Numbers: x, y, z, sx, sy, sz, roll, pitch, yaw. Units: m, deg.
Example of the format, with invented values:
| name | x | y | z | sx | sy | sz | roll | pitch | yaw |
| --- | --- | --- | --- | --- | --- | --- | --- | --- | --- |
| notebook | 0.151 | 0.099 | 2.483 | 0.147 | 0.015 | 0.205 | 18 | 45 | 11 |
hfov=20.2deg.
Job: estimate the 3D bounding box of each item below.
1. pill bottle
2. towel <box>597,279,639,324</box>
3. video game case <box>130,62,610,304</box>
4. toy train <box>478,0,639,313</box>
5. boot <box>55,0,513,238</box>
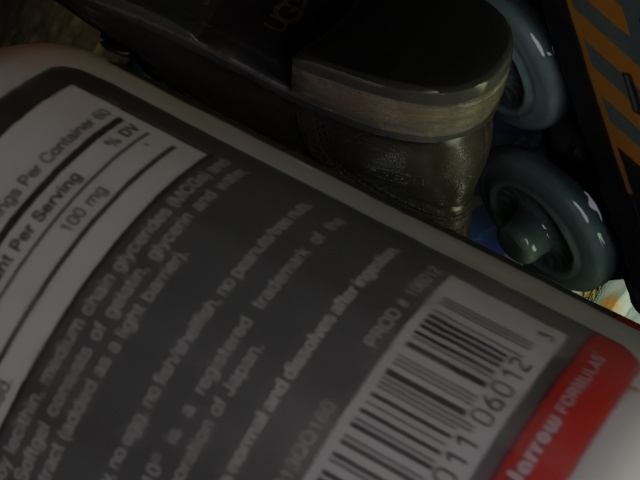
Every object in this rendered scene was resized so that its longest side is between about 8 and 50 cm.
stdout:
| name | x | y | z | sx | sy | sz | roll | pitch | yaw |
| --- | --- | --- | --- | --- | --- | --- | --- | --- | --- |
| pill bottle | -0.065 | 0.056 | 0.636 | 0.210 | 0.363 | 0.210 | -53 | 160 | -28 |
| towel | 0.093 | -0.039 | 1.072 | 0.090 | 0.374 | 0.320 | 38 | 77 | -28 |
| video game case | 0.000 | 0.000 | 0.898 | 0.244 | 0.269 | 0.061 | -58 | 158 | -14 |
| toy train | 0.139 | -0.086 | 0.706 | 0.142 | 0.190 | 0.334 | -37 | 126 | -20 |
| boot | -0.030 | -0.025 | 0.759 | 0.091 | 0.263 | 0.229 | -45 | 152 | -34 |
